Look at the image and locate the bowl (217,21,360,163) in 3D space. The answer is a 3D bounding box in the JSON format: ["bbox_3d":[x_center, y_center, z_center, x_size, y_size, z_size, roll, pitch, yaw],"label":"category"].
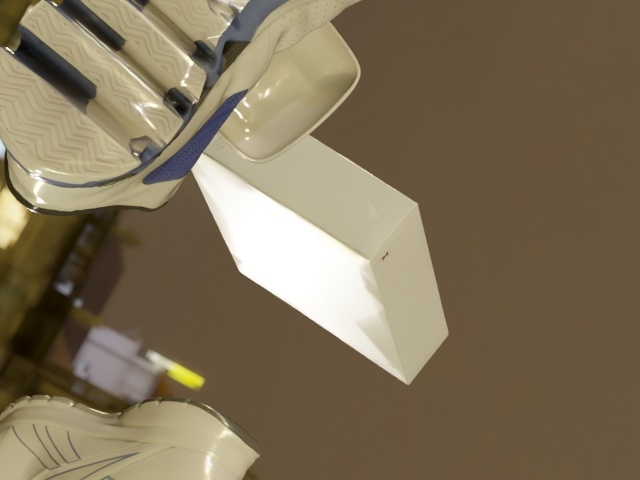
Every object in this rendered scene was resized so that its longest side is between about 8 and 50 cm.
[{"bbox_3d":[-0.053,-0.153,1.587,0.142,0.142,0.053,-41,-174,-7],"label":"bowl"}]

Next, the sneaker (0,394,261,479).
[{"bbox_3d":[-0.188,0.201,1.455,0.297,0.111,0.129,-8,-128,41],"label":"sneaker"}]

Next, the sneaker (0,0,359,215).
[{"bbox_3d":[-0.085,-0.122,1.054,0.315,0.127,0.182,-44,179,-26],"label":"sneaker"}]

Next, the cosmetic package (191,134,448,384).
[{"bbox_3d":[0.000,0.000,2.123,0.097,0.284,0.377,-49,157,-14],"label":"cosmetic package"}]
